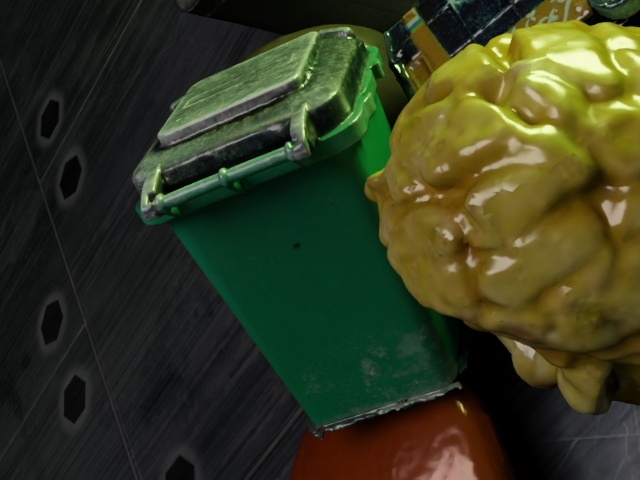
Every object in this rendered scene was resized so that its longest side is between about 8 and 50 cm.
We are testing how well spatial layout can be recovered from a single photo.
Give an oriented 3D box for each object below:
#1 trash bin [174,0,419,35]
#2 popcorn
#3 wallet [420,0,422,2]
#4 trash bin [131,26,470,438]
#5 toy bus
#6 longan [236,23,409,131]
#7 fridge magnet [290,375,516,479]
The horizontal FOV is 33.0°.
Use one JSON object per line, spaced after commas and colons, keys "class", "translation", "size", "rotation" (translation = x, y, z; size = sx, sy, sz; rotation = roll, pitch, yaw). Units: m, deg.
{"class": "trash bin", "translation": [-0.025, -0.369, 1.448], "size": [0.203, 0.302, 0.252], "rotation": [-67, 31, 25]}
{"class": "popcorn", "translation": [0.248, -0.041, 0.967], "size": [0.354, 0.390, 0.344], "rotation": [-32, 42, 22]}
{"class": "wallet", "translation": [0.211, -0.279, 1.362], "size": [0.236, 0.055, 0.160], "rotation": [44, 120, 46]}
{"class": "trash bin", "translation": [0.000, 0.000, 1.155], "size": [0.259, 0.381, 0.295], "rotation": [-22, 23, 19]}
{"class": "toy bus", "translation": [0.241, -0.235, 1.176], "size": [0.323, 0.162, 0.194], "rotation": [-38, 58, 24]}
{"class": "longan", "translation": [0.007, -0.134, 1.393], "size": [0.297, 0.297, 0.297], "rotation": [-18, 66, 47]}
{"class": "fridge magnet", "translation": [0.090, 0.316, 1.252], "size": [0.364, 0.155, 0.363], "rotation": [-18, 66, 48]}
